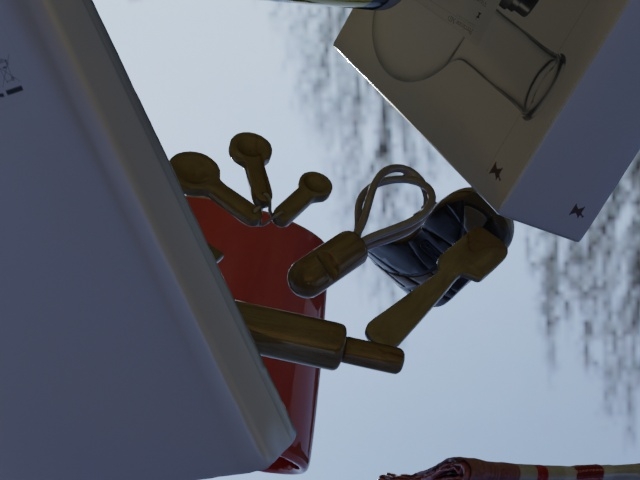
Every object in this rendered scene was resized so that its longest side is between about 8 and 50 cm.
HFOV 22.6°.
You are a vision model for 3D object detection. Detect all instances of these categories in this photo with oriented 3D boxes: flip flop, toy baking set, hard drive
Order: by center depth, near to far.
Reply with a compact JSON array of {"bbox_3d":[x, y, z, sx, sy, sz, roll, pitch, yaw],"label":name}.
[{"bbox_3d":[-0.179,-0.019,0.905,0.233,0.353,0.047,-13,-162,37],"label":"hard drive"},{"bbox_3d":[-0.002,0.004,1.030,0.256,0.030,0.196,16,-135,-3],"label":"toy baking set"},{"bbox_3d":[0.138,-0.004,1.770,0.080,0.112,0.277,-50,-175,-29],"label":"flip flop"}]

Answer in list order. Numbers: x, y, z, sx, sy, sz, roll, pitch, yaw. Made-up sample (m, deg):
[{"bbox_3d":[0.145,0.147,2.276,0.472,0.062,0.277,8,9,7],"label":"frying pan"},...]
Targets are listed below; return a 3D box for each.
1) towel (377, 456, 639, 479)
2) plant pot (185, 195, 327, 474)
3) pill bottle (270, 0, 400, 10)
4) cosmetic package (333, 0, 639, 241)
[{"bbox_3d":[0.256,0.270,1.809,0.329,0.037,0.237,3,166,-23],"label":"towel"},{"bbox_3d":[-0.113,0.098,1.709,0.275,0.243,0.275,15,165,4],"label":"plant pot"},{"bbox_3d":[-0.041,-0.226,1.117,0.209,0.119,0.119,2,-166,-25],"label":"pill bottle"},{"bbox_3d":[0.188,-0.232,1.184,0.097,0.377,0.284,16,-158,-37],"label":"cosmetic package"}]
